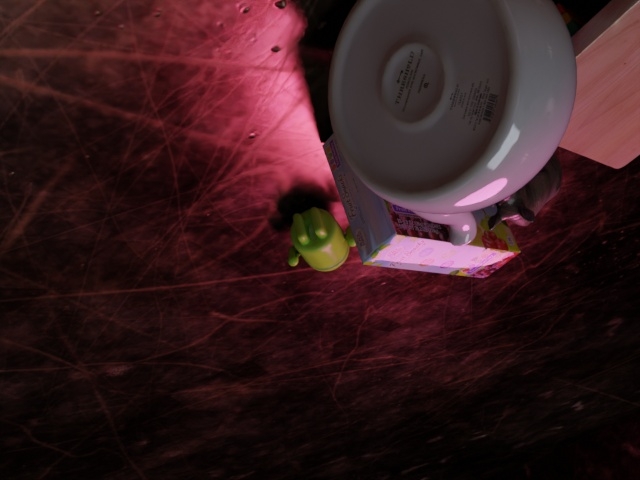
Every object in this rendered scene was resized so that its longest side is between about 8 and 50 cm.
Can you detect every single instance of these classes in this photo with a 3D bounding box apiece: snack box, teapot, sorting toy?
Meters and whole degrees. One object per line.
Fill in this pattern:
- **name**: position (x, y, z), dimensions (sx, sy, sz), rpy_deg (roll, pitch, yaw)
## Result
- **snack box**: position (0.121, -0.050, 0.886), dimensions (0.207, 0.174, 0.070), rpy_deg (9, 141, -37)
- **teapot**: position (0.145, -0.150, 0.709), dimensions (0.187, 0.252, 0.256), rpy_deg (-7, 162, -45)
- **sorting toy**: position (0.358, -0.217, 0.833), dimensions (0.256, 0.089, 0.257), rpy_deg (10, 138, -39)

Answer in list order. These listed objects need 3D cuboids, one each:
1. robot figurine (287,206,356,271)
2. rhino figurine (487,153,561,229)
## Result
- **robot figurine**: position (0.000, 0.000, 1.005), dimensions (0.101, 0.067, 0.115), rpy_deg (-21, 150, 8)
- **rhino figurine**: position (0.242, -0.074, 0.892), dimensions (0.073, 0.106, 0.243), rpy_deg (-6, -167, 29)
